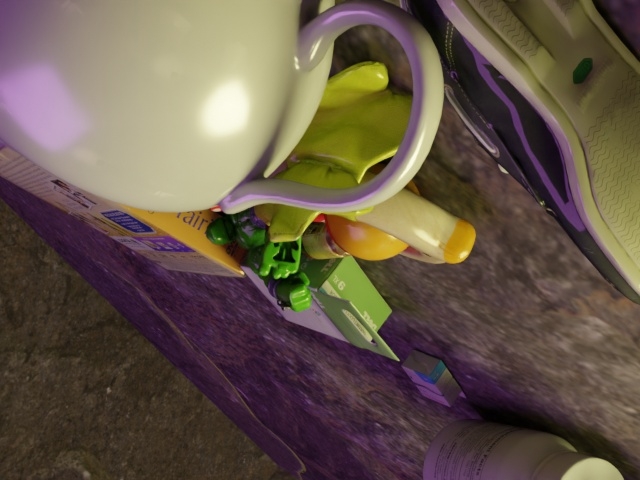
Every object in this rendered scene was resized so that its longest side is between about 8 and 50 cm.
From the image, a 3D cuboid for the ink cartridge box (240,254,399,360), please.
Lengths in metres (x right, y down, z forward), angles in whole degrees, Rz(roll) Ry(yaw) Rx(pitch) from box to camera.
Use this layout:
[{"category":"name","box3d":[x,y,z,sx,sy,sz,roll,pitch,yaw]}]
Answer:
[{"category":"ink cartridge box","box3d":[0.010,0.060,0.892,0.209,0.062,0.109,13,147,51]}]

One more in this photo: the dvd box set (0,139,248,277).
[{"category":"dvd box set","box3d":[-0.317,-0.077,1.034,0.420,0.062,0.307,33,164,-25]}]

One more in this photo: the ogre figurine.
[{"category":"ogre figurine","box3d":[-0.066,-0.022,0.799,0.197,0.097,0.118,49,166,-6]}]

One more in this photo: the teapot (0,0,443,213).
[{"category":"teapot","box3d":[-0.077,-0.149,0.424,0.256,0.253,0.187,28,125,-30]}]

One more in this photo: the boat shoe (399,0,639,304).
[{"category":"boat shoe","box3d":[0.126,-0.061,0.409,0.233,0.084,0.079,51,161,-12]}]

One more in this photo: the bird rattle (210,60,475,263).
[{"category":"bird rattle","box3d":[0.010,-0.029,0.627,0.206,0.143,0.253,28,166,-15]}]

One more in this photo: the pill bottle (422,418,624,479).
[{"category":"pill bottle","box3d":[0.227,0.279,0.870,0.131,0.131,0.229,45,160,-13]}]

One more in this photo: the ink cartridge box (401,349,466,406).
[{"category":"ink cartridge box","box3d":[0.141,0.176,0.953,0.048,0.028,0.083,15,149,50]}]

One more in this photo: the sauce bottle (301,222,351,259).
[{"category":"sauce bottle","box3d":[0.000,0.000,0.812,0.042,0.042,0.128,46,158,-17]}]
